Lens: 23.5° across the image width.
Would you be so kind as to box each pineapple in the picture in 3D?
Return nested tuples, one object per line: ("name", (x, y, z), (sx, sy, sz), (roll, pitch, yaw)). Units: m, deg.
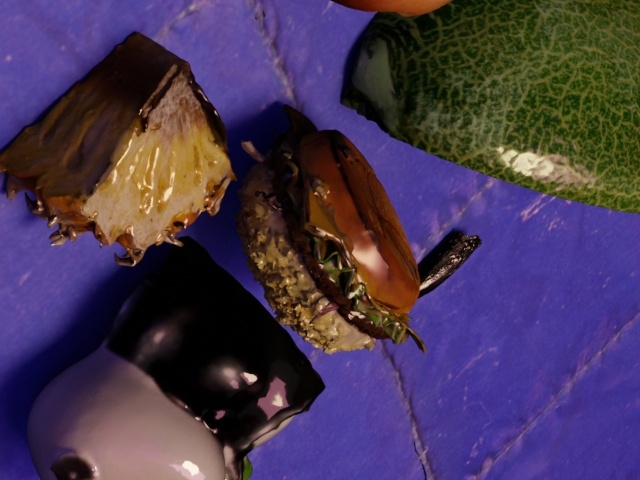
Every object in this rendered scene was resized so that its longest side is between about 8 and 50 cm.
("pineapple", (-0.164, -0.081, 1.346), (0.236, 0.114, 0.186), (-18, 130, -52))

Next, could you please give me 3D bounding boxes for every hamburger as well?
("hamburger", (0.000, 0.000, 1.480), (0.138, 0.243, 0.262), (-26, 122, 11))

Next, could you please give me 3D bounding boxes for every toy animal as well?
("toy animal", (-0.139, 0.161, 1.454), (0.267, 0.212, 0.212), (-49, 143, -9))

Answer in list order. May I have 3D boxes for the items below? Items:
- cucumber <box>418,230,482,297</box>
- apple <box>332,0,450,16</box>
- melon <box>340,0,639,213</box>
("cucumber", (0.135, 0.037, 1.812), (0.135, 0.034, 0.033), (-46, 147, -12))
("apple", (0.064, -0.286, 1.361), (0.199, 0.199, 0.199), (-28, 136, -31))
("melon", (0.207, -0.160, 1.611), (0.343, 0.226, 0.331), (-7, 83, -46))
